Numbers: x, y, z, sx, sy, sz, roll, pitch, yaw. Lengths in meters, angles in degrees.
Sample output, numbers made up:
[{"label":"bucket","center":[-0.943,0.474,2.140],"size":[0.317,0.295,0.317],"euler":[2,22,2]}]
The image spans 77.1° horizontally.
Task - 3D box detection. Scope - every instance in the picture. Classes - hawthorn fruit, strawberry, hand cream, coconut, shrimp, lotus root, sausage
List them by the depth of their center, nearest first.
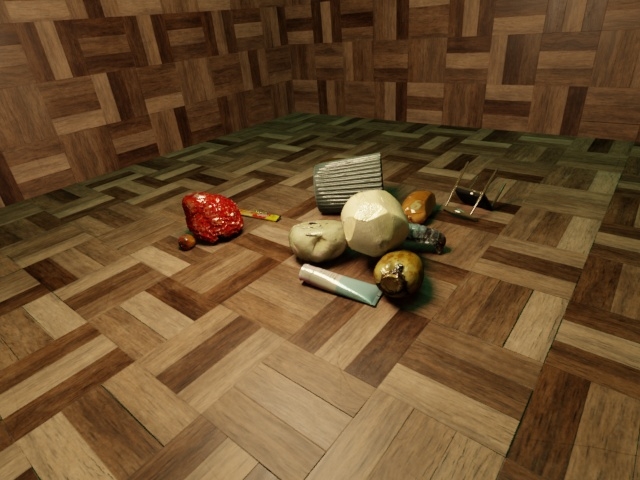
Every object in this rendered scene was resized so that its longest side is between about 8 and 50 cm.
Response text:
[{"label":"lotus root","center":[0.285,0.113,1.433],"size":[0.170,0.141,0.314],"euler":[10,23,20]},{"label":"hand cream","center":[0.074,0.162,1.479],"size":[0.313,0.070,0.111],"euler":[18,34,22]},{"label":"coconut","center":[0.200,-0.058,1.508],"size":[0.245,0.244,0.247],"euler":[-7,40,-2]},{"label":"shrimp","center":[0.312,-0.036,1.689],"size":[0.411,0.166,0.221],"euler":[5,57,28]},{"label":"hawthorn fruit","center":[-0.614,0.007,1.847],"size":[0.077,0.077,0.077],"euler":[-4,29,2]},{"label":"strawberry","center":[-0.507,-0.125,1.882],"size":[0.261,0.257,0.261],"euler":[-11,19,4]},{"label":"sausage","center":[0.465,-0.162,1.915],"size":[0.136,0.120,0.241],"euler":[-6,26,30]}]

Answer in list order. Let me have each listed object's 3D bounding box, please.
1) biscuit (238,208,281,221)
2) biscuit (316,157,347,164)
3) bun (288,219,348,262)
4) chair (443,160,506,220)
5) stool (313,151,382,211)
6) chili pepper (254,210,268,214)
[{"label":"biscuit","center":[-0.337,-0.133,2.089],"size":[0.292,0.026,0.048],"euler":[11,36,24]},{"label":"biscuit","center":[0.102,-0.492,2.650],"size":[0.262,0.037,0.262],"euler":[-4,29,2]},{"label":"bun","center":[-0.005,0.000,1.665],"size":[0.273,0.168,0.273],"euler":[-4,16,1]},{"label":"chair","center":[0.737,-0.213,1.939],"size":[0.188,0.166,0.272],"euler":[29,86,44]},{"label":"stool","center":[0.147,-0.276,2.011],"size":[0.330,0.297,0.297],"euler":[-4,29,10]},{"label":"chili pepper","center":[-0.311,-0.145,2.115],"size":[0.083,0.022,0.027],"euler":[12,32,21]}]
